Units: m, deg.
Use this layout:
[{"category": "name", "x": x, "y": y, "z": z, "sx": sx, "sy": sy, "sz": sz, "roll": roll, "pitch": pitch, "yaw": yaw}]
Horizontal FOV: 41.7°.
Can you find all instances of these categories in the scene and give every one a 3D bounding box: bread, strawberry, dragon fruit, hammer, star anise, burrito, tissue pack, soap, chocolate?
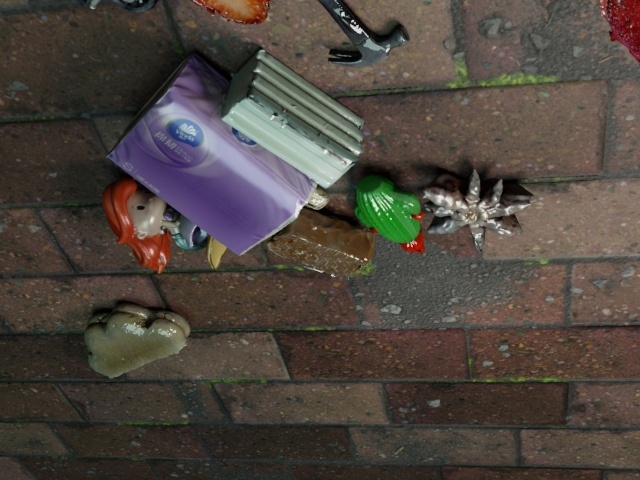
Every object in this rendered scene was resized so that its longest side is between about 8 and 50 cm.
[{"category": "bread", "x": -0.505, "y": 0.252, "z": 2.195, "sx": 0.337, "sy": 0.102, "sz": 0.183, "roll": -24, "pitch": 131, "yaw": 31}, {"category": "strawberry", "x": -0.172, "y": -0.437, "z": 1.350, "sx": 0.167, "sy": 0.087, "sz": 0.208, "roll": -6, "pitch": 154, "yaw": 15}, {"category": "dragon fruit", "x": 0.523, "y": -0.380, "z": 1.248, "sx": 0.189, "sy": 0.163, "sz": 0.262, "roll": -19, "pitch": 144, "yaw": -12}, {"category": "hammer", "x": 0.010, "y": -0.397, "z": 1.392, "sx": 0.137, "sy": 0.037, "sz": 0.290, "roll": -26, "pitch": 130, "yaw": 32}, {"category": "star anise", "x": 0.303, "y": -0.065, "z": 1.686, "sx": 0.236, "sy": 0.093, "sz": 0.229, "roll": 31, "pitch": 134, "yaw": -27}, {"category": "burrito", "x": -0.066, "y": -0.120, "z": 1.726, "sx": 0.188, "sy": 0.045, "sz": 0.058, "roll": 31, "pitch": 110, "yaw": -21}, {"category": "tissue pack", "x": -0.193, "y": -0.148, "z": 1.590, "sx": 0.338, "sy": 0.160, "sz": 0.242, "roll": 38, "pitch": 133, "yaw": -17}, {"category": "soap", "x": -0.049, "y": -0.219, "z": 1.524, "sx": 0.261, "sy": 0.150, "sz": 0.094, "roll": 31, "pitch": 132, "yaw": -24}, {"category": "chocolate", "x": 0.000, "y": 0.000, "z": 1.804, "sx": 0.214, "sy": 0.093, "sz": 0.148, "roll": 22, "pitch": 154, "yaw": -14}]

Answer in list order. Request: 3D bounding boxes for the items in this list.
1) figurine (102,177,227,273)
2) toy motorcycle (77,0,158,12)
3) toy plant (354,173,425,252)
[{"category": "figurine", "x": -0.329, "y": -0.027, "z": 1.788, "sx": 0.257, "sy": 0.181, "sz": 0.208, "roll": 11, "pitch": 169, "yaw": 8}, {"category": "toy motorcycle", "x": -0.347, "y": -0.490, "z": 1.304, "sx": 0.173, "sy": 0.108, "sz": 0.307, "roll": 11, "pitch": 142, "yaw": 11}, {"category": "toy plant", "x": 0.142, "y": -0.050, "z": 1.743, "sx": 0.154, "sy": 0.088, "sz": 0.240, "roll": 16, "pitch": 157, "yaw": 16}]
